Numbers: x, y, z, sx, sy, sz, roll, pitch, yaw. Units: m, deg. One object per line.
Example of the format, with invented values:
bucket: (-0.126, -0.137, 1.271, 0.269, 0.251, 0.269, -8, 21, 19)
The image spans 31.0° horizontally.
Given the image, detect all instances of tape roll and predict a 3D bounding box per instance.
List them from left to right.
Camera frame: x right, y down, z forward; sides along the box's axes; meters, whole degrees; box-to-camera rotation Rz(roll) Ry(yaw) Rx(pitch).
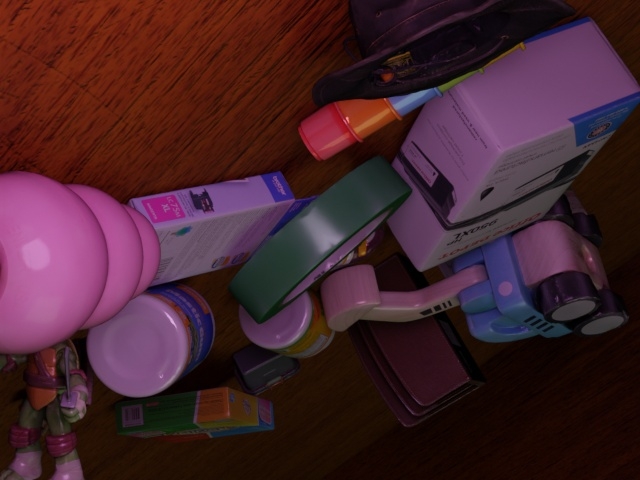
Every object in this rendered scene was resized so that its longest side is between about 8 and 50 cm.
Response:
tape roll: (0.000, 0.000, 1.801, 0.321, 0.077, 0.321, -41, 176, -4)

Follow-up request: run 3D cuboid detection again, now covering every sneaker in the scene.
sneaker: (0.030, 0.012, 2.029, 0.186, 0.069, 0.084, -29, 167, -6)

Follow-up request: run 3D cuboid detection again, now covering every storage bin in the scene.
storage bin: (-0.119, 0.261, 2.439, 0.135, 0.098, 0.091, -28, 151, -5)

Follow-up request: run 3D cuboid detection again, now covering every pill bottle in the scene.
pill bottle: (-0.247, 0.143, 1.774, 0.152, 0.152, 0.272, -32, 180, 9)
pill bottle: (-0.051, 0.148, 2.157, 0.136, 0.136, 0.246, -32, 162, 8)

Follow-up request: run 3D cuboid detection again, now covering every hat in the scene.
hat: (0.126, -0.267, 1.339, 0.331, 0.133, 0.331, -16, 175, -1)

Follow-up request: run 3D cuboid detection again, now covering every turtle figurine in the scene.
turtle figurine: (-0.431, 0.238, 1.663, 0.198, 0.266, 0.274, 0, -170, -3)

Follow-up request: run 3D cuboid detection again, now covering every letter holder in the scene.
letter holder: (0.166, 0.216, 2.396, 0.214, 0.301, 0.152, -33, 161, 12)

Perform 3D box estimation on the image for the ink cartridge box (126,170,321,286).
ink cartridge box: (-0.167, -0.014, 1.679, 0.311, 0.065, 0.186, -11, 154, -38)

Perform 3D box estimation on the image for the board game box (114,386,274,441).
board game box: (-0.255, 0.369, 2.418, 0.242, 0.064, 0.316, -10, 165, 13)

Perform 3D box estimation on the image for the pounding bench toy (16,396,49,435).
pounding bench toy: (-0.478, 0.282, 2.005, 0.052, 0.065, 0.083, -51, -177, 47)

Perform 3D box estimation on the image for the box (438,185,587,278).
box: (0.376, -0.030, 2.341, 0.231, 0.126, 0.262, -42, 158, 31)

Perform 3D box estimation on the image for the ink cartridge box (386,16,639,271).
ink cartridge box: (0.286, -0.144, 1.843, 0.286, 0.166, 0.395, -22, 160, -24)

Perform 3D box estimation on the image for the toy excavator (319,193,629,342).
toy excavator: (0.282, 0.094, 2.131, 0.445, 0.222, 0.433, -27, 151, 26)

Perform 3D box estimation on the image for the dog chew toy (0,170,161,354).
dog chew toy: (-0.308, 0.022, 1.369, 0.207, 0.206, 0.332, -37, 168, 21)

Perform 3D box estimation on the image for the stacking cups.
stacking cups: (0.112, -0.218, 1.543, 0.316, 0.096, 0.096, -28, 162, 12)
